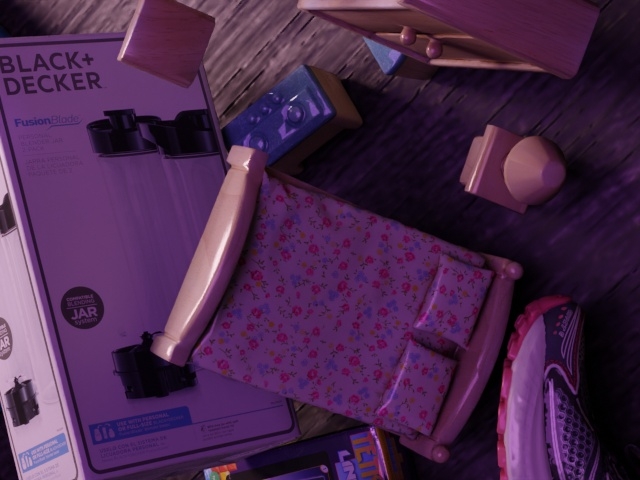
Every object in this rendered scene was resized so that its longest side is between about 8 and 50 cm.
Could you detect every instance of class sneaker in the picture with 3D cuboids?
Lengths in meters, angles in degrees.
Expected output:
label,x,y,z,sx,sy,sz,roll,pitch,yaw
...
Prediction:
label,x,y,z,sx,sy,sz,roll,pitch,yaw
sneaker,0.180,0.177,1.083,0.112,0.121,0.299,-15,91,13

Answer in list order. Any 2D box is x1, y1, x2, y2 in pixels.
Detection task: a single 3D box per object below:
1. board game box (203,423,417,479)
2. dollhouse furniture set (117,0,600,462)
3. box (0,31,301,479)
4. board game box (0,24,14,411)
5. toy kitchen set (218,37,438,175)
label,x,y,z,sx,sy,sz,roll,pitch,yaw
board game box,0.006,0.218,1.204,0.141,0.048,0.170,-16,83,25
dollhouse furniture set,0.000,0.000,1.025,0.174,0.303,0.355,16,85,67
box,-0.136,0.012,1.154,0.087,0.169,0.290,-30,71,53
board game box,-0.320,-0.022,1.352,0.302,0.086,0.308,46,110,20
toy kitchen set,-0.038,-0.170,1.181,0.166,0.122,0.207,-36,74,24
